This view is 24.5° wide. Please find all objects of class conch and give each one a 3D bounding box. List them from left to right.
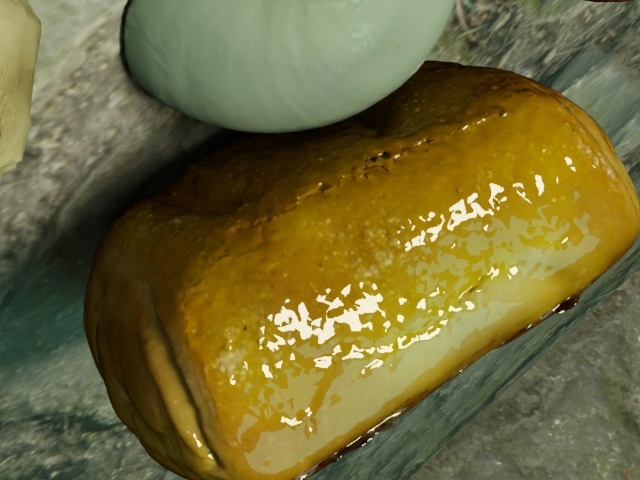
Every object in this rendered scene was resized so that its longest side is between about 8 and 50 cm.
[{"bbox_3d":[-0.016,-0.134,0.849,0.185,0.121,0.221,11,138,-28],"label":"conch"}]

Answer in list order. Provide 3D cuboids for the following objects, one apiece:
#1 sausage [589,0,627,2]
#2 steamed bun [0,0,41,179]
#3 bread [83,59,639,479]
[{"bbox_3d":[0.207,-0.237,0.952,0.280,0.152,0.152,-22,154,-47],"label":"sausage"},{"bbox_3d":[-0.243,-0.014,0.355,0.325,0.230,0.372,-15,-156,30],"label":"steamed bun"},{"bbox_3d":[-0.004,-0.007,0.952,0.337,0.148,0.328,-31,-159,-9],"label":"bread"}]
